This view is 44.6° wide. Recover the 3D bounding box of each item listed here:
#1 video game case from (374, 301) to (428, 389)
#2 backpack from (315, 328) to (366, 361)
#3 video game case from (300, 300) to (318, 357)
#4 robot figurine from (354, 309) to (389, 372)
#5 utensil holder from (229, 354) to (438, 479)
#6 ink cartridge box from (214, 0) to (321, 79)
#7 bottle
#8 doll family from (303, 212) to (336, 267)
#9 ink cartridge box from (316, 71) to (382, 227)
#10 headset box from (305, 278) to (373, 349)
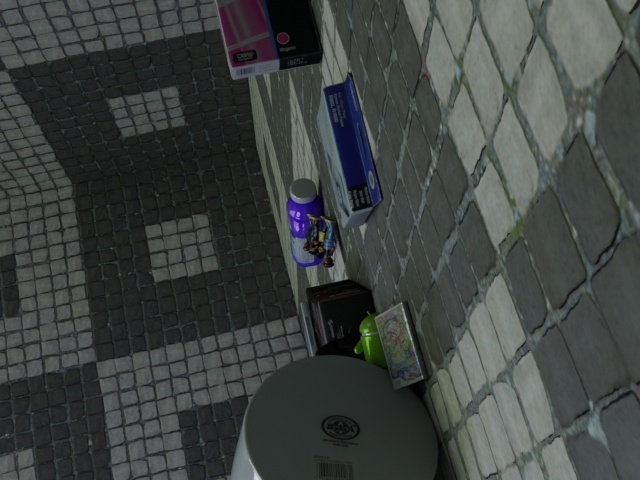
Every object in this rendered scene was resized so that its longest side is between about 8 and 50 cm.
[{"bbox_3d":[0.125,0.166,1.226,0.087,0.011,0.122,-40,61,55],"label":"video game case"},{"bbox_3d":[0.083,0.258,1.436,0.115,0.152,0.182,-102,-10,-71],"label":"backpack"},{"bbox_3d":[-0.020,0.232,1.749,0.157,0.019,0.143,85,172,-60],"label":"video game case"},{"bbox_3d":[0.104,0.174,1.318,0.101,0.067,0.115,-13,89,56],"label":"robot figurine"},{"bbox_3d":[0.002,0.425,1.300,0.328,0.327,0.385,-109,23,-45],"label":"utensil holder"},{"bbox_3d":[-0.124,-0.504,1.508,0.069,0.175,0.371,107,150,-77],"label":"ink cartridge box"},{"bbox_3d":[-0.038,-0.048,2.022,0.283,0.092,0.118,87,173,-56],"label":"bottle"},{"bbox_3d":[0.000,0.000,1.852,0.193,0.076,0.111,-116,33,-83],"label":"doll family"},{"bbox_3d":[0.043,-0.145,1.334,0.224,0.045,0.223,116,142,-79],"label":"ink cartridge box"},{"bbox_3d":[0.053,0.207,1.635,0.293,0.110,0.218,-156,54,-83],"label":"headset box"}]
